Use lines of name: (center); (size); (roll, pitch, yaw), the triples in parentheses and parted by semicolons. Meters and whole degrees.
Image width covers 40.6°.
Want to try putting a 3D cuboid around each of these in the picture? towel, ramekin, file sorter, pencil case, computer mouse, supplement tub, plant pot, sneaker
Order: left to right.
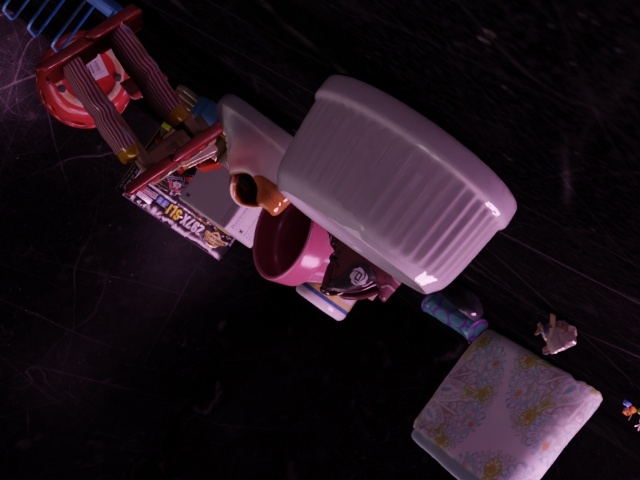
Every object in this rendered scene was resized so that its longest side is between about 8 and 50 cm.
file sorter: (-0.380, -0.335, 1.225); (0.170, 0.104, 0.118); (37, 177, -13)
plant pot: (-0.463, -0.318, 1.717); (0.191, 0.191, 0.174); (37, 174, -19)
sneaker: (-0.107, -0.124, 1.244); (0.106, 0.123, 0.290); (37, -176, -33)
plant pot: (0.000, 0.000, 1.630); (0.180, 0.201, 0.201); (19, -173, -32)
sneaker: (0.020, -0.002, 1.393); (0.281, 0.162, 0.106); (34, 177, 22)
supplement tub: (0.049, 0.080, 2.118); (0.144, 0.199, 0.144); (35, 177, 2)
ramekin: (0.058, -0.042, 0.770); (0.207, 0.109, 0.207); (36, 178, 1)
computer mouse: (0.246, 0.090, 1.646); (0.071, 0.041, 0.242); (35, -176, -24)
pencil case: (0.304, 0.171, 1.973); (0.152, 0.064, 0.070); (34, 161, 36)
towel: (0.383, 0.378, 1.873); (0.090, 0.320, 0.374); (40, 177, -28)

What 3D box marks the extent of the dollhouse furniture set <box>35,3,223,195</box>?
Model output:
dollhouse furniture set: (-0.265, -0.181, 1.261); (0.201, 0.152, 0.374); (55, 173, -6)

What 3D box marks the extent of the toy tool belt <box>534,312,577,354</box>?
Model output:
toy tool belt: (0.321, 0.125, 1.186); (0.083, 0.052, 0.051); (74, 173, -81)

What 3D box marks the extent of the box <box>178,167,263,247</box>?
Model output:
box: (-0.194, -0.112, 1.996); (0.182, 0.181, 0.119); (33, 177, 37)

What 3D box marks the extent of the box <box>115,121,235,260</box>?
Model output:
box: (-0.309, -0.140, 2.188); (0.322, 0.257, 0.079); (36, 179, -32)

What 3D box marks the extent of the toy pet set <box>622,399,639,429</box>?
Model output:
toy pet set: (0.596, 0.360, 1.562); (0.122, 0.065, 0.114); (34, 177, 43)

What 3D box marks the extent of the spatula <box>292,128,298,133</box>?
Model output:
spatula: (0.078, -0.064, 1.184); (0.242, 0.019, 0.168); (35, 172, 30)

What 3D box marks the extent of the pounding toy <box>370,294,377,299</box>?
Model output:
pounding toy: (0.119, 0.086, 2.679); (0.181, 0.094, 0.206); (31, -170, -39)

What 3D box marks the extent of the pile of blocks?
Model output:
pile of blocks: (-0.223, -0.197, 1.606); (0.149, 0.112, 0.362); (37, 177, -29)
